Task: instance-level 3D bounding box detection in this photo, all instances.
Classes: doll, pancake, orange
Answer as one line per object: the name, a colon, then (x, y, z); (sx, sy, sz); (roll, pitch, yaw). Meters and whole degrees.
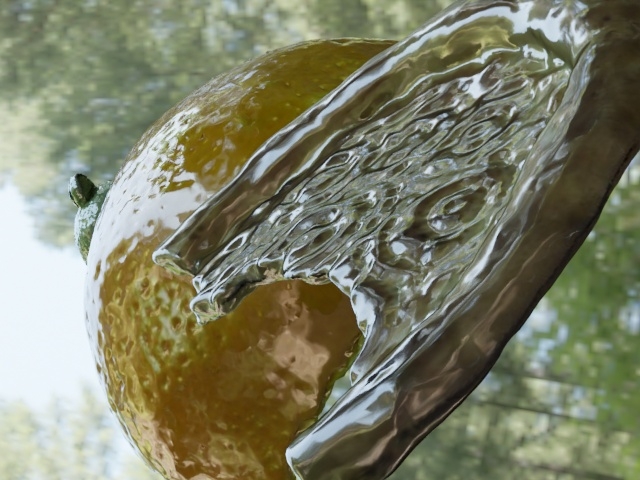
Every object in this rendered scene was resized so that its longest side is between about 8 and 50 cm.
doll: (-0.108, 0.001, 1.281); (0.150, 0.115, 0.077); (-4, -43, -49)
pancake: (0.008, -0.003, 0.455); (0.020, 0.190, 0.184); (45, -127, -19)
orange: (-0.005, -0.003, 0.810); (0.237, 0.179, 0.158); (-37, -88, -42)
